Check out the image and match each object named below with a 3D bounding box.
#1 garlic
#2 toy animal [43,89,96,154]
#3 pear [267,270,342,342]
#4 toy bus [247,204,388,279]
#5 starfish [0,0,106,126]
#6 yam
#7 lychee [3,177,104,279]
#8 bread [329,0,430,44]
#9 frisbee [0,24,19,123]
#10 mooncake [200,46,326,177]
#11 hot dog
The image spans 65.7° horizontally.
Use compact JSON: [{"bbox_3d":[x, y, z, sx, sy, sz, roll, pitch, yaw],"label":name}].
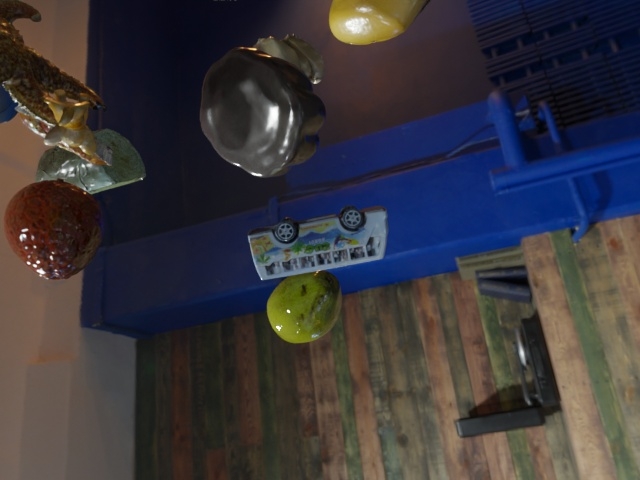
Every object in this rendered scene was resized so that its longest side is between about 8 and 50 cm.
[{"bbox_3d":[-0.111,-0.503,1.511,0.203,0.185,0.281,49,-148,7],"label":"garlic"},{"bbox_3d":[-0.308,-0.139,0.613,0.081,0.061,0.083,63,142,40],"label":"toy animal"},{"bbox_3d":[-0.043,0.192,1.464,0.212,0.269,0.212,24,-145,-18],"label":"pear"},{"bbox_3d":[0.000,0.000,1.182,0.109,0.330,0.135,-104,4,-81],"label":"toy bus"},{"bbox_3d":[-0.502,-0.285,0.802,0.303,0.113,0.312,53,-155,-9],"label":"starfish"},{"bbox_3d":[-0.751,-0.239,1.594,0.201,0.271,0.202,68,-162,-6],"label":"yam"},{"bbox_3d":[-0.703,-0.039,1.314,0.300,0.255,0.255,56,-177,35],"label":"lychee"},{"bbox_3d":[0.052,-0.209,0.388,0.115,0.082,0.056,-53,-47,-13],"label":"bread"},{"bbox_3d":[-0.602,-0.337,0.910,0.242,0.045,0.242,178,90,-90],"label":"frisbee"},{"bbox_3d":[-0.139,-0.303,1.199,0.154,0.306,0.305,-23,-80,-59],"label":"mooncake"},{"bbox_3d":[-0.484,-0.199,0.951,0.192,0.099,0.053,40,-102,-48],"label":"hot dog"}]
